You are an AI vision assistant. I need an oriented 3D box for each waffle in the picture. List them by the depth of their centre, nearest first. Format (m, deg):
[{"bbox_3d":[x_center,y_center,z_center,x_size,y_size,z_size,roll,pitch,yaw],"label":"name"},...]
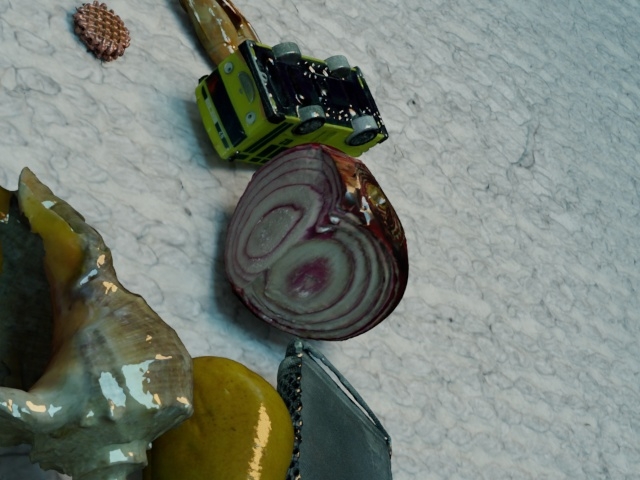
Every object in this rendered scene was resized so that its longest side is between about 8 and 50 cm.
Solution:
[{"bbox_3d":[-0.280,-0.270,1.793,0.083,0.029,0.075,50,35,-5],"label":"waffle"}]

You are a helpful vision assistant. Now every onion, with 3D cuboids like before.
[{"bbox_3d":[0.003,0.003,1.769,0.207,0.216,0.206,44,20,-34],"label":"onion"}]

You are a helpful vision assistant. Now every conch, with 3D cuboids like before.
[{"bbox_3d":[-0.292,0.105,1.354,0.297,0.210,0.352,5,38,-47],"label":"conch"}]

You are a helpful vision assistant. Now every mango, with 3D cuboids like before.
[{"bbox_3d":[-0.110,0.236,1.469,0.262,0.167,0.130,-93,180,-45],"label":"mango"}]

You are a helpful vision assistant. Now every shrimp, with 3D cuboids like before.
[{"bbox_3d":[-0.134,-0.309,1.972,0.236,0.053,0.133,56,37,-7],"label":"shrimp"}]

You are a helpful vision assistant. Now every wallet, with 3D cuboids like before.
[{"bbox_3d":[0.012,0.304,1.601,0.237,0.075,0.342,53,25,-37],"label":"wallet"}]

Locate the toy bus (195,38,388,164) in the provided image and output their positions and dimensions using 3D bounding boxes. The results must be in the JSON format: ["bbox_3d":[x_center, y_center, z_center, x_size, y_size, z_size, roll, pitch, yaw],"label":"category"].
[{"bbox_3d":[-0.042,-0.173,1.891,0.262,0.150,0.128,5,58,-54],"label":"toy bus"}]
